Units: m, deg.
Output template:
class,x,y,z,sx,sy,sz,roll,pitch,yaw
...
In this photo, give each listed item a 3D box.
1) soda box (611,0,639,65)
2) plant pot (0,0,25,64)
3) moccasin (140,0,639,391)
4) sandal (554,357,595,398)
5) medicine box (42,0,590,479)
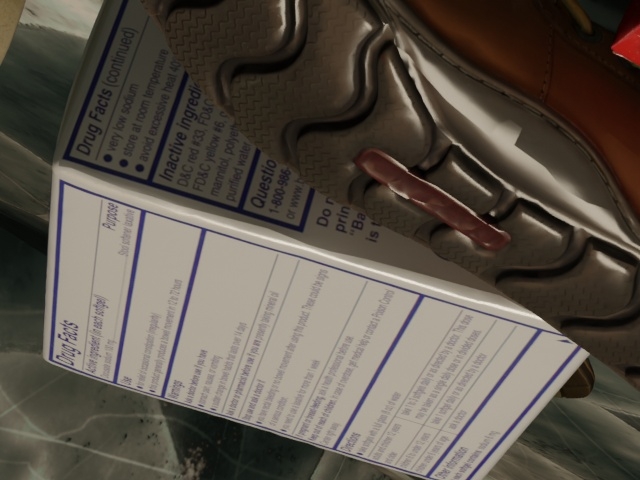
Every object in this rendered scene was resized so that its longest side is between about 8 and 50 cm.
class,x,y,z,sx,sy,sz,roll,pitch,yaw
soda box,0.257,-0.059,0.649,0.263,0.083,0.092,29,167,-5
plant pot,-0.322,-0.196,1.008,0.274,0.256,0.256,15,172,-21
moccasin,0.073,-0.080,0.724,0.380,0.147,0.139,31,144,-8
sandal,0.187,0.065,1.377,0.090,0.060,0.219,12,147,33
medicine box,0.000,0.000,0.918,0.289,0.149,0.263,18,153,-2
